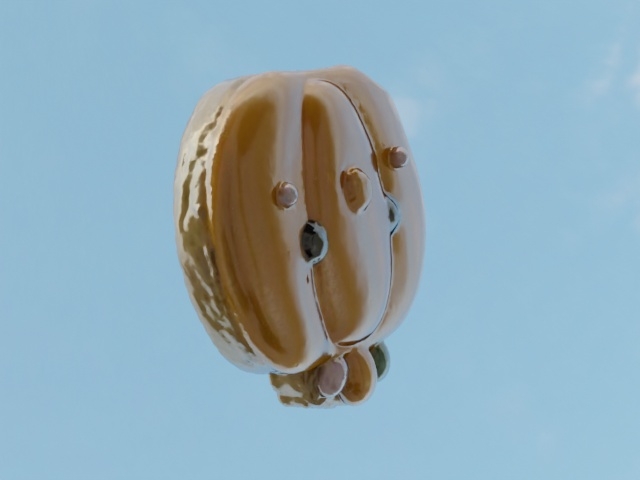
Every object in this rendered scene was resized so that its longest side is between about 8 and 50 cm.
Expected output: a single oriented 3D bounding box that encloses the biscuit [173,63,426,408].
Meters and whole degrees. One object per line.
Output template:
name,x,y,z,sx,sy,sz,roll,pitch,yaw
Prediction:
biscuit,0.003,-0.001,0.698,0.050,0.170,0.170,-4,-69,34
